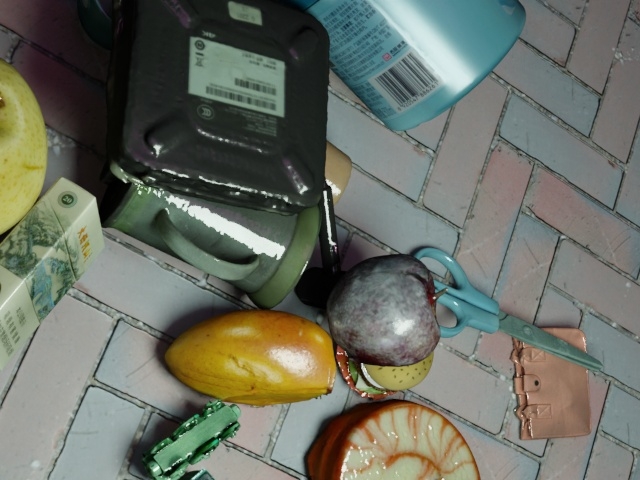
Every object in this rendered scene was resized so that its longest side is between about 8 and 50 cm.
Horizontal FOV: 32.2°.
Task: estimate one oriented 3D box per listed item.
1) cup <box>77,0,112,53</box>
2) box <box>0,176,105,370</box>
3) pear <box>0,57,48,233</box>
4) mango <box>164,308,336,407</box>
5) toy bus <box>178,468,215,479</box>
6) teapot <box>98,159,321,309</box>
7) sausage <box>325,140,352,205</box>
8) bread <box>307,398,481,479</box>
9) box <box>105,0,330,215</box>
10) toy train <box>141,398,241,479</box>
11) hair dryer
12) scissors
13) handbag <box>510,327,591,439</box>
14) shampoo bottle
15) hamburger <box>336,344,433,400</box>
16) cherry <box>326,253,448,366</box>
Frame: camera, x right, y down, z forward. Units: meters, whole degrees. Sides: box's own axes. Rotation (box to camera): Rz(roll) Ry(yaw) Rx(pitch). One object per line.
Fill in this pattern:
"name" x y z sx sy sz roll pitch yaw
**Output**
"cup" -0.311 -0.374 1.770 0.168 0.173 0.299 -5 84 -29
"box" -0.426 0.050 1.633 0.069 0.164 0.256 31 65 10
"pear" -0.534 -0.123 1.541 0.309 0.309 0.309 5 79 -29
"mango" -0.117 0.187 1.785 0.257 0.187 0.138 13 55 -18
"toy bus" -0.139 0.480 1.756 0.091 0.109 0.261 -40 100 -27
"teapot" -0.187 -0.031 1.747 0.337 0.270 0.200 27 114 -20
"sausage" -0.072 -0.157 1.898 0.253 0.123 0.123 33 67 -20
"bread" 0.134 0.437 1.913 0.295 0.114 0.327 -20 90 -30
"box" -0.146 -0.227 1.681 0.359 0.091 0.350 12 70 -31
"toy train" -0.203 0.319 1.750 0.178 0.104 0.071 -33 81 -29
"hair dryer" 0.001 0.000 1.881 0.071 0.114 0.248 -19 107 -36
"scissors" 0.353 0.158 2.076 0.447 0.029 0.192 25 45 -18
"handbag" 0.445 0.276 2.146 0.157 0.059 0.212 3 79 -27
"shampoo bottle" 0.133 -0.415 1.936 0.342 0.331 0.331 46 63 -16
"hamburger" 0.117 0.194 1.934 0.175 0.137 0.175 3 83 -27
"cherry" 0.103 0.112 1.793 0.195 0.195 0.195 5 79 -29
